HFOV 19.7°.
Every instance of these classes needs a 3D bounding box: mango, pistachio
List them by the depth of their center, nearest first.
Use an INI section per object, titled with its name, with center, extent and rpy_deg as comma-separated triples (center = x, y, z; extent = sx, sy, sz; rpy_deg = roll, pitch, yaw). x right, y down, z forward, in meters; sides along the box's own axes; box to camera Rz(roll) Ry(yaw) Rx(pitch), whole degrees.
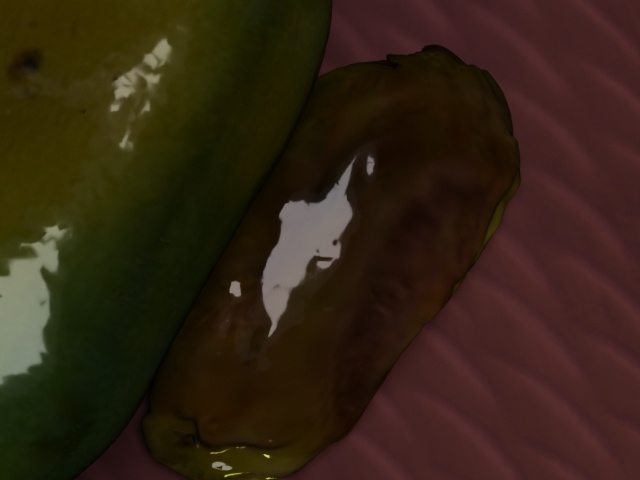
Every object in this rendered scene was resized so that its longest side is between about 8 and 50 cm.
[mango]
center = -0.082, -0.039, 0.553
extent = 0.137, 0.091, 0.237
rpy_deg = 22, 63, 14
[pistachio]
center = 0.000, 0.000, 0.596
extent = 0.089, 0.049, 0.173
rpy_deg = 36, 75, 5
